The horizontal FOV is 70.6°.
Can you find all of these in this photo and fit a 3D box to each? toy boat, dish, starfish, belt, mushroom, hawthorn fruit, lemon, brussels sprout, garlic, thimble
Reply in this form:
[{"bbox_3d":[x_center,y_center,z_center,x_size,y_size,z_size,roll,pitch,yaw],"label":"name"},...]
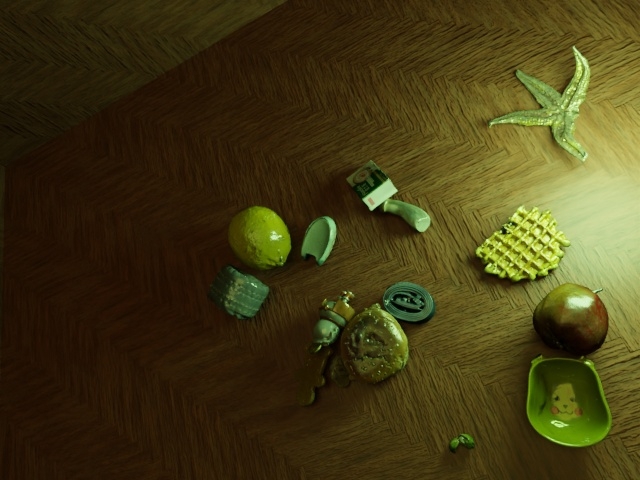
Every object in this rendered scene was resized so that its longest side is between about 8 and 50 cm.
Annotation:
[{"bbox_3d":[0.000,0.000,1.897,0.134,0.079,0.207,17,89,34],"label":"toy boat"},{"bbox_3d":[0.743,0.484,1.381,0.221,0.108,0.262,-4,71,21],"label":"dish"},{"bbox_3d":[0.866,-0.512,1.702,0.384,0.132,0.397,22,93,35],"label":"starfish"},{"bbox_3d":[0.323,0.230,1.662,0.191,0.082,0.141,14,75,28],"label":"belt"},{"bbox_3d":[0.328,-0.113,1.794,0.223,0.081,0.092,35,66,32],"label":"mushroom"},{"bbox_3d":[0.799,0.233,1.414,0.208,0.208,0.248,36,68,29],"label":"hawthorn fruit"},{"bbox_3d":[-0.252,-0.005,1.888,0.253,0.253,0.310,-41,62,3],"label":"lemon"},{"bbox_3d":[0.455,0.657,1.467,0.084,0.046,0.050,-22,57,14],"label":"brussels sprout"},{"bbox_3d":[0.072,0.484,1.672,0.074,0.094,0.112,-33,56,45],"label":"garlic"},{"bbox_3d":[-0.344,0.213,1.870,0.237,0.205,0.172,31,85,28],"label":"thimble"}]

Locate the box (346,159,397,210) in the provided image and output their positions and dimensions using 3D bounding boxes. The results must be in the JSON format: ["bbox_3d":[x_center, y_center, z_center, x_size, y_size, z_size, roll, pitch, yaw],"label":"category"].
[{"bbox_3d":[0.206,-0.227,1.847,0.135,0.081,0.199,-37,34,6],"label":"box"}]

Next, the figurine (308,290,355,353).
[{"bbox_3d":[0.036,0.303,1.699,0.143,0.143,0.271,32,56,29],"label":"figurine"}]

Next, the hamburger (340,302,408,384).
[{"bbox_3d":[0.195,0.375,1.632,0.243,0.146,0.285,9,74,18],"label":"hamburger"}]

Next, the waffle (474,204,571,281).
[{"bbox_3d":[0.709,0.011,1.602,0.310,0.065,0.282,-3,72,17],"label":"waffle"}]

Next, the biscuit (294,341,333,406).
[{"bbox_3d":[-0.030,0.504,1.710,0.158,0.035,0.240,2,71,48],"label":"biscuit"}]
